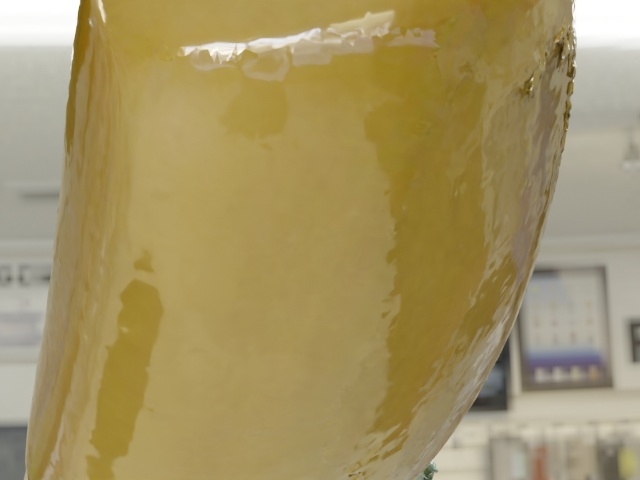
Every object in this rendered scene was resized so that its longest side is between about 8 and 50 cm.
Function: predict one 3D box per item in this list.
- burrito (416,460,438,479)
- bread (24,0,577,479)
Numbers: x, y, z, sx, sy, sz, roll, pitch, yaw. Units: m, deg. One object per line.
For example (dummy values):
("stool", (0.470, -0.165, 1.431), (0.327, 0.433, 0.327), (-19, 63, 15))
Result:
("burrito", (-0.021, 0.139, 1.498), (0.229, 0.089, 0.144), (43, -32, -24))
("bread", (0.000, 0.000, 0.469), (0.147, 0.098, 0.217), (-38, -28, -36))
